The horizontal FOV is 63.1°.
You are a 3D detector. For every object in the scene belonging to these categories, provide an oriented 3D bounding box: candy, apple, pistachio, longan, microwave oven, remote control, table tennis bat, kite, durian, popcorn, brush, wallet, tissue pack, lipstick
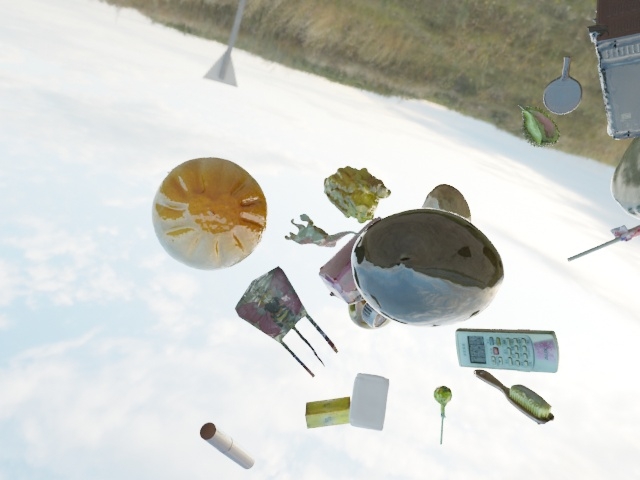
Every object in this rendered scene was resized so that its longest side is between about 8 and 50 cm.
[{"bbox_3d":[0.397,0.568,1.697,0.062,0.194,0.058,2,180,19],"label":"candy"},{"bbox_3d":[0.200,0.250,2.011,0.195,0.196,0.196,16,-162,-5],"label":"apple"},{"bbox_3d":[0.923,-0.011,1.566,0.124,0.365,0.124,58,-165,-26],"label":"candy"},{"bbox_3d":[0.503,-0.098,2.089,0.212,0.261,0.163,10,-144,-3],"label":"pistachio"},{"bbox_3d":[0.230,0.059,1.159,0.288,0.289,0.350,1,-178,-41],"label":"longan"},{"bbox_3d":[0.538,-0.309,0.825,0.177,0.188,0.247,-5,150,33],"label":"microwave oven"},{"bbox_3d":[0.641,0.377,1.804,0.343,0.145,0.050,-5,-173,33],"label":"remote control"},{"bbox_3d":[0.716,-0.445,1.529,0.107,0.170,0.119,6,-153,20],"label":"table tennis bat"},{"bbox_3d":[-0.093,0.259,1.639,0.360,0.204,0.022,47,162,-7],"label":"kite"},{"bbox_3d":[0.857,-0.440,2.065,0.137,0.095,0.221,3,-119,-21],"label":"durian"},{"bbox_3d":[0.101,-0.145,1.550,0.197,0.156,0.197,31,-178,-1],"label":"popcorn"},{"bbox_3d":[0.571,0.441,1.561,0.071,0.067,0.313,-1,-167,-21],"label":"brush"},{"bbox_3d":[0.165,0.546,1.771,0.124,0.183,0.032,6,169,11],"label":"wallet"},{"bbox_3d":[0.032,0.640,1.946,0.175,0.062,0.095,-8,-166,4],"label":"tissue pack"},{"bbox_3d":[-0.290,0.663,1.667,0.057,0.057,0.357,29,157,32],"label":"lipstick"}]

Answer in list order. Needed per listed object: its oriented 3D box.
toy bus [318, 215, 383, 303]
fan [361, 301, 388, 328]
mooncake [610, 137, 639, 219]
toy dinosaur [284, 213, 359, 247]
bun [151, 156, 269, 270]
[{"bbox_3d":[0.141,0.060,1.626,0.147,0.303,0.127,53,166,-32],"label":"toy bus"},{"bbox_3d":[0.226,0.176,1.705,0.074,0.244,0.130,37,-171,29],"label":"fan"},{"bbox_3d":[0.775,-0.162,1.146,0.135,0.275,0.275,22,-162,-3],"label":"mooncake"},{"bbox_3d":[-0.002,0.000,1.258,0.211,0.057,0.142,20,162,21],"label":"toy dinosaur"},{"bbox_3d":[-0.276,-0.068,1.317,0.298,0.299,0.164,12,178,-17],"label":"bun"}]
